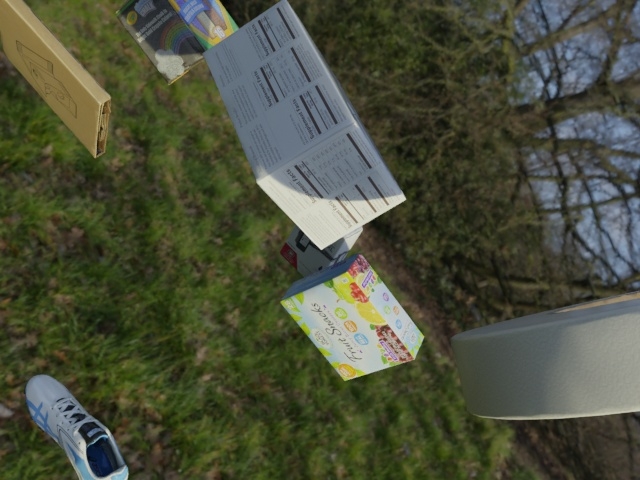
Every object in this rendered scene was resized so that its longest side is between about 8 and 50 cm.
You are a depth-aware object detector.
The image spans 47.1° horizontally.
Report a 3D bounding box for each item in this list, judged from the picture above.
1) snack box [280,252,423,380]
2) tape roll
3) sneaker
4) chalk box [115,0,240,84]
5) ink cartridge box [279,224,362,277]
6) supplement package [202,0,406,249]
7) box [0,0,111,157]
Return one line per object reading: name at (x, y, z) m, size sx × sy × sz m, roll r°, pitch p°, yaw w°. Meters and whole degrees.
snack box at (0.057, 0.144, 1.338) m, size 0.207 × 0.174 × 0.070 m, roll 54°, pitch 40°, yaw -14°
tape roll at (0.310, 0.075, 0.634) m, size 0.392 × 0.392 × 0.072 m, roll 15°, pitch 61°, yaw -73°
sneaker at (-0.389, 0.303, 1.184) m, size 0.237 × 0.086 × 0.085 m, roll 48°, pitch 30°, yaw 14°
chalk box at (-0.285, -0.436, 1.400) m, size 0.213 × 0.132 × 0.132 m, roll 54°, pitch 40°, yaw -17°
ink cartridge box at (0.000, 0.000, 1.453) m, size 0.109 × 0.150 × 0.063 m, roll 44°, pitch 40°, yaw 16°
supplement package at (-0.024, -0.159, 1.026) m, size 0.204 × 0.145 × 0.262 m, roll 47°, pitch 16°, yaw -54°
box at (-0.354, -0.218, 0.972) m, size 0.201 × 0.021 × 0.164 m, roll 47°, pitch -26°, yaw 1°
